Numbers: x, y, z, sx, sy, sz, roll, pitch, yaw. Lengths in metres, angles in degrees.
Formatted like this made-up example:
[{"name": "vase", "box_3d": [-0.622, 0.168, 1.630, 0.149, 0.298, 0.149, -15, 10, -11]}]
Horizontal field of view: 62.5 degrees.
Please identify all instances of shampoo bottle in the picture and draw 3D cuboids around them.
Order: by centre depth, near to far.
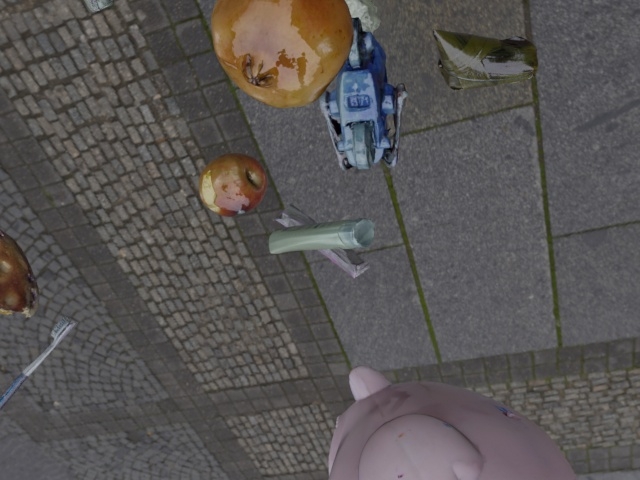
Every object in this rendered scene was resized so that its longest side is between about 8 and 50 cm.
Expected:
[{"name": "shampoo bottle", "box_3d": [-0.003, -0.006, 0.917, 0.212, 0.072, 0.049, -5, 95, 45]}]

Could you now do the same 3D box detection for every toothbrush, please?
[{"name": "toothbrush", "box_3d": [-0.547, 0.257, 0.951, 0.026, 0.288, 0.024, 33, 169, 19]}]

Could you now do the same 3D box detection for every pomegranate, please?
[{"name": "pomegranate", "box_3d": [-0.052, -0.303, 0.787, 0.209, 0.209, 0.209, 3, 126, 4]}]

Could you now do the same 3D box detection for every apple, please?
[{"name": "apple", "box_3d": [-0.249, -0.155, 1.470, 0.199, 0.199, 0.199, 3, 126, 4]}]

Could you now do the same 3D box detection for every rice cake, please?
[{"name": "rice cake", "box_3d": [0.000, -0.001, 1.253, 0.270, 0.055, 0.049, 36, 133, 20]}]

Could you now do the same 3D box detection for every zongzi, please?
[{"name": "zongzi", "box_3d": [0.473, -0.549, 1.528, 0.286, 0.138, 0.300, -1, 168, 25]}]

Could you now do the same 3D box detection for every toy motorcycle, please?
[{"name": "toy motorcycle", "box_3d": [0.081, -0.315, 1.175, 0.182, 0.241, 0.319, -8, 106, -13]}]

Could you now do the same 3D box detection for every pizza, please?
[{"name": "pizza", "box_3d": [-0.639, 0.032, 0.955, 0.305, 0.161, 0.086, 48, 129, -4]}]

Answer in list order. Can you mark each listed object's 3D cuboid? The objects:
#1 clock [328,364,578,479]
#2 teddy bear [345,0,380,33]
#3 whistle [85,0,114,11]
[{"name": "clock", "box_3d": [0.159, 0.317, 0.588, 0.251, 0.376, 0.368, -28, 112, -2]}, {"name": "teddy bear", "box_3d": [0.077, -0.558, 1.331, 0.376, 0.327, 0.362, 10, 117, -24]}, {"name": "whistle", "box_3d": [-0.526, -0.628, 1.034, 0.134, 0.142, 0.346, 9, 138, 36]}]
